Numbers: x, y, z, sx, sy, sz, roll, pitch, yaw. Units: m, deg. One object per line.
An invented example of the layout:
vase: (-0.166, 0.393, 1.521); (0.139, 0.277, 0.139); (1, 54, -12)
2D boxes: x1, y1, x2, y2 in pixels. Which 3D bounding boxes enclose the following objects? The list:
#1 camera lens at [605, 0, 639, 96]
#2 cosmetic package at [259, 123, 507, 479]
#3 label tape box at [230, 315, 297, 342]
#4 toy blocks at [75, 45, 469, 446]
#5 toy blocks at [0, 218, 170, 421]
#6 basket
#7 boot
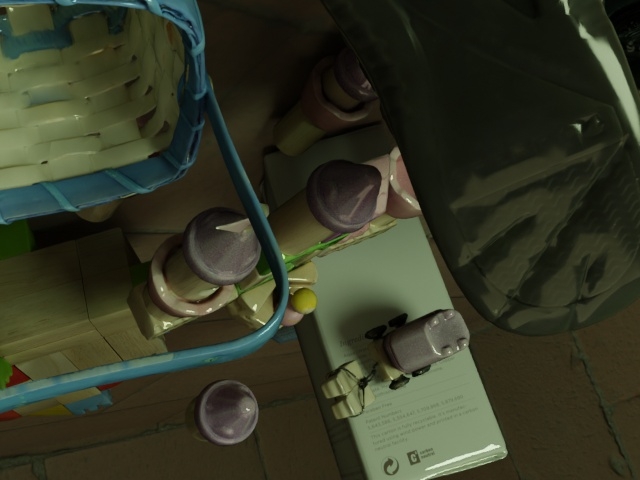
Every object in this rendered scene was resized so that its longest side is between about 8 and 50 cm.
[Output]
camera lens: (0.302, -0.203, 0.529); (0.274, 0.219, 0.219); (-7, 160, -33)
cosmetic package: (0.052, 0.088, 0.915); (0.156, 0.385, 0.217); (-14, 166, -10)
label tape box: (-0.005, 0.065, 1.265); (0.241, 0.106, 0.333); (-19, 163, 4)
toy blocks: (0.000, 0.000, 0.631); (0.289, 0.309, 0.260); (-23, 175, -33)
toy blocks: (-0.323, 0.125, 0.891); (0.381, 0.190, 0.261); (-17, 153, -5)
basket: (-0.174, -0.051, 0.390); (0.255, 0.289, 0.201); (-14, 163, -15)
boot: (0.065, -0.168, 0.430); (0.138, 0.377, 0.284); (-21, -160, 10)
